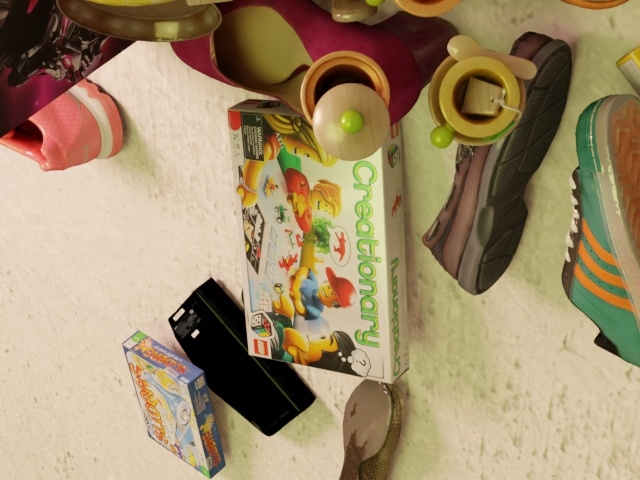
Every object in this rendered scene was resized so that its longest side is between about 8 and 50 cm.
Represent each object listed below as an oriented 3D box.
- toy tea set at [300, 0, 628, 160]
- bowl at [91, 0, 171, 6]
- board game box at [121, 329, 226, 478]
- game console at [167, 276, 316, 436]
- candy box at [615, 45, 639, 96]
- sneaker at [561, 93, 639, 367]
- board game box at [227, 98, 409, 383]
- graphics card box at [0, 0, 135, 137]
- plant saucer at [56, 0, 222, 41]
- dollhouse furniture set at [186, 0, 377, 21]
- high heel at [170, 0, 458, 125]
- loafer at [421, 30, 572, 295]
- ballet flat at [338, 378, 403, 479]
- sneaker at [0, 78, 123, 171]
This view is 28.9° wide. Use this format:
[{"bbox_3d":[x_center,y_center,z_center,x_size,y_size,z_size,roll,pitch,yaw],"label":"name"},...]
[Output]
[{"bbox_3d":[0.128,-0.191,1.025,0.200,0.124,0.336,35,94,-3],"label":"toy tea set"},{"bbox_3d":[-0.234,-0.322,1.039,0.289,0.156,0.289,162,90,-80],"label":"bowl"},{"bbox_3d":[-0.206,0.234,1.761,0.136,0.035,0.201,27,141,34],"label":"board game box"},{"bbox_3d":[-0.057,0.112,1.575,0.213,0.044,0.361,49,138,2],"label":"game console"},{"bbox_3d":[0.329,-0.082,1.064,0.027,0.105,0.206,-38,90,5],"label":"candy box"},{"bbox_3d":[0.267,0.002,1.148,0.121,0.108,0.302,8,131,43],"label":"sneaker"},{"bbox_3d":[0.000,0.000,1.393,0.193,0.053,0.305,8,114,29],"label":"board game box"},{"bbox_3d":[-0.306,-0.262,1.302,0.094,0.371,0.232,22,129,18],"label":"graphics card box"},{"bbox_3d":[-0.184,-0.246,1.275,0.168,0.168,0.029,-7,74,44],"label":"plant saucer"},{"bbox_3d":[0.001,-0.294,1.092,0.242,0.161,0.212,-7,117,6],"label":"dollhouse furniture set"},{"bbox_3d":[-0.056,-0.185,1.270,0.377,0.181,0.127,6,121,39],"label":"high heel"},{"bbox_3d":[0.158,-0.077,1.213,0.095,0.109,0.302,35,137,26],"label":"loafer"},{"bbox_3d":[0.066,0.266,1.565,0.084,0.058,0.249,45,136,42],"label":"ballet flat"},{"bbox_3d":[-0.403,-0.197,1.605,0.314,0.136,0.116,36,134,19],"label":"sneaker"}]
